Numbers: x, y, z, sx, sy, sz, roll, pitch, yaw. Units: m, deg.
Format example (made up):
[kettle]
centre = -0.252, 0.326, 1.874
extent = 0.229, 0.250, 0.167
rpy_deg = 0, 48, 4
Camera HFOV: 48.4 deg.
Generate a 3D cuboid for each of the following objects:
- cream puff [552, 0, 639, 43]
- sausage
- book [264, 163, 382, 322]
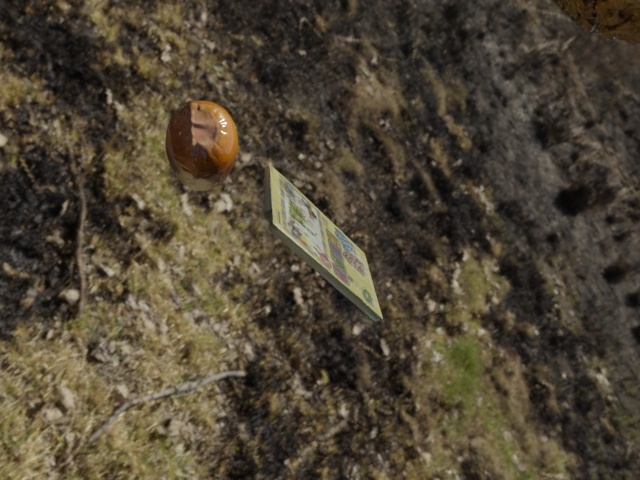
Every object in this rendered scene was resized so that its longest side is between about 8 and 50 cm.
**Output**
[cream puff]
centre = 0.198, -0.186, 0.461
extent = 0.119, 0.104, 0.133
rpy_deg = 56, 24, -34
[sausage]
centre = -0.165, -0.128, 0.990
extent = 0.105, 0.105, 0.274
rpy_deg = 50, -8, -5
[book]
centre = 0.000, 0.000, 0.897
extent = 0.192, 0.013, 0.168
rpy_deg = 42, 18, -24
